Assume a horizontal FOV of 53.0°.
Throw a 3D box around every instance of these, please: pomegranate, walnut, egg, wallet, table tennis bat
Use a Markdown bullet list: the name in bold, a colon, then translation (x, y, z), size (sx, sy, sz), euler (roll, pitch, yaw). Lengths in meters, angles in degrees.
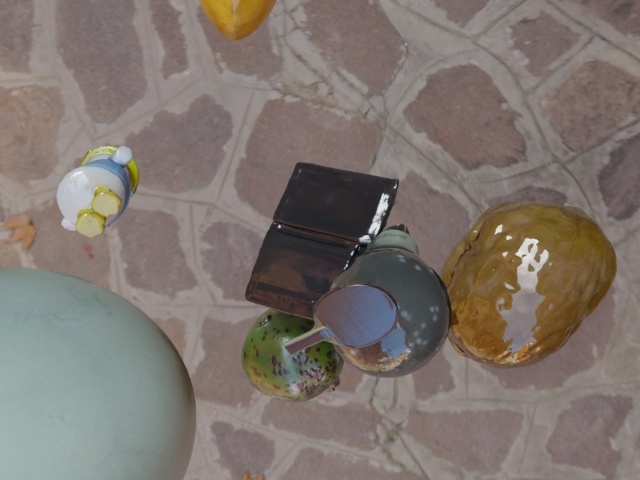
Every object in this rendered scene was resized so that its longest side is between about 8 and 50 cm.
- **pomegranate**: translation (-0.054, 0.265, 1.497), size (0.254, 0.254, 0.270), euler (-32, 124, 15)
- **walnut**: translation (0.421, 0.091, 1.364), size (0.308, 0.354, 0.398), euler (39, 106, 9)
- **egg**: translation (-0.199, 0.109, 0.347), size (0.264, 0.183, 0.183), euler (-10, 105, 4)
- **wallet**: translation (0.000, 0.000, 1.293), size (0.247, 0.041, 0.323), euler (14, 77, 27)
- **table tennis bat**: translation (0.023, 0.104, 0.797), size (0.158, 0.014, 0.095), euler (-29, 116, 22)

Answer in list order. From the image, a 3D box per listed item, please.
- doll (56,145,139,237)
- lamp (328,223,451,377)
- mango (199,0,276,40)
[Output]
- **doll**: translation (-0.326, -0.083, 0.959), size (0.098, 0.241, 0.135), euler (6, 107, -8)
- **lamp**: translation (0.113, 0.058, 0.964), size (0.182, 0.314, 0.182), euler (11, 137, 10)
- **mango**: translation (-0.072, -0.284, 0.543), size (0.112, 0.145, 0.219), euler (3, 113, -7)
